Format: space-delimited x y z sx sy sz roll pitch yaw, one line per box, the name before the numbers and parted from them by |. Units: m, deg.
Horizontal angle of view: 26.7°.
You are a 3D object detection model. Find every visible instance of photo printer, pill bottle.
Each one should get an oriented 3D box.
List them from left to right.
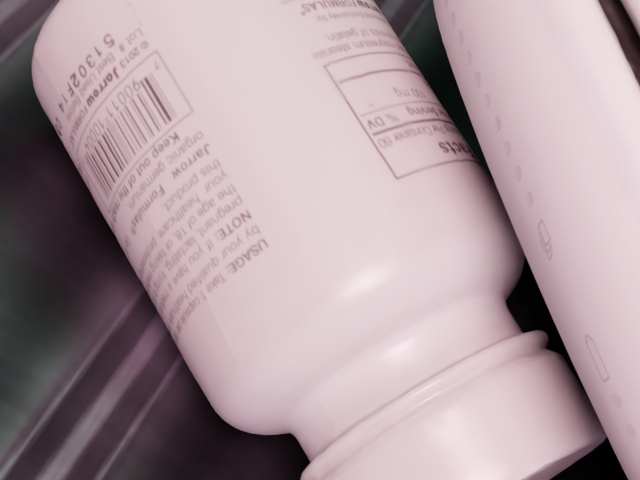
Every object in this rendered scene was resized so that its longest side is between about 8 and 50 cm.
pill bottle | 0.000 0.000 0.498 0.131 0.131 0.229 -18 69 -39
photo printer | 0.141 0.012 0.485 0.307 0.107 0.256 42 26 -63
